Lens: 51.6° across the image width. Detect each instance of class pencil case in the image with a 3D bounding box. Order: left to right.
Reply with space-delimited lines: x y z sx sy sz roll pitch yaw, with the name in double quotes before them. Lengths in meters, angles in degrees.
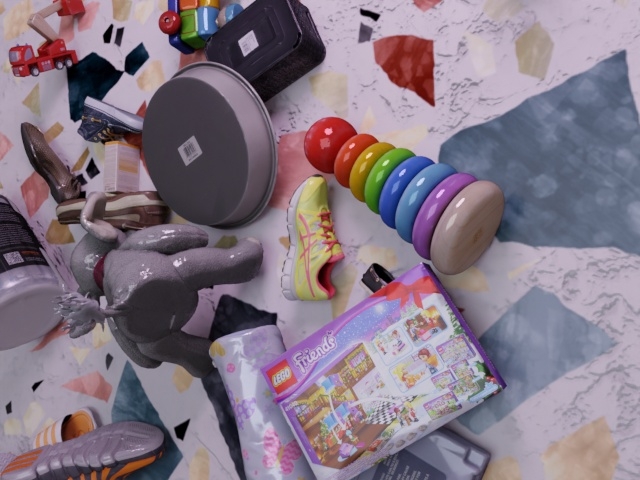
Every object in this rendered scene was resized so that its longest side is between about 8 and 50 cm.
"pencil case" -0.089 0.271 1.053 0.124 0.113 0.273 -18 77 -3

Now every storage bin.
"storage bin" -0.097 -0.325 1.128 0.180 0.084 0.122 -29 73 24

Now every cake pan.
"cake pan" -0.202 -0.155 1.136 0.293 0.054 0.293 12 112 33

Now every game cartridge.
"game cartridge" 0.104 0.394 0.973 0.198 0.062 0.297 26 99 33

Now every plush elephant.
"plush elephant" -0.315 0.064 1.131 0.255 0.329 0.272 41 117 46

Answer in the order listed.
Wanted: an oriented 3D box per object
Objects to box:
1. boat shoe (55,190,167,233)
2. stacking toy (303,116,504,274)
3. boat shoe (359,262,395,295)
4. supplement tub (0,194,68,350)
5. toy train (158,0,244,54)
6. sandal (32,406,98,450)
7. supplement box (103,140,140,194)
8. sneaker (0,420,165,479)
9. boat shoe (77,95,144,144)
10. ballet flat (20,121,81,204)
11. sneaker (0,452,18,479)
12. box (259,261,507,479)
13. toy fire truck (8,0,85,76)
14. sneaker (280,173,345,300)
"boat shoe" -0.411 -0.036 1.280 0.257 0.095 0.095 -5 89 29
"stacking toy" 0.098 -0.086 0.978 0.330 0.141 0.141 34 103 32
"boat shoe" 0.115 0.084 0.993 0.133 0.048 0.042 42 114 30
"supplement tub" -0.681 0.041 1.361 0.207 0.207 0.338 -49 65 17
"toy train" -0.209 -0.475 1.201 0.143 0.105 0.248 -5 83 19
"sandal" -0.545 0.435 1.324 0.265 0.076 0.102 -40 68 21
"supplement box" -0.387 -0.139 1.290 0.036 0.062 0.099 -2 84 29
"sneaker" -0.418 0.458 1.239 0.320 0.124 0.180 -16 103 11
"boat shoe" -0.414 -0.223 1.316 0.183 0.065 0.083 26 100 36
"ballet flat" -0.575 -0.168 1.410 0.250 0.058 0.084 48 144 30
"sneaker" -0.644 0.608 1.340 0.210 0.137 0.366 -14 91 42
"box" 0.082 0.193 0.935 0.293 0.057 0.201 -35 73 14
"toy fire truck" -0.566 -0.423 1.374 0.047 0.192 0.135 7 118 31
"sneaker" 0.000 0.000 1.053 0.094 0.081 0.209 11 102 29
